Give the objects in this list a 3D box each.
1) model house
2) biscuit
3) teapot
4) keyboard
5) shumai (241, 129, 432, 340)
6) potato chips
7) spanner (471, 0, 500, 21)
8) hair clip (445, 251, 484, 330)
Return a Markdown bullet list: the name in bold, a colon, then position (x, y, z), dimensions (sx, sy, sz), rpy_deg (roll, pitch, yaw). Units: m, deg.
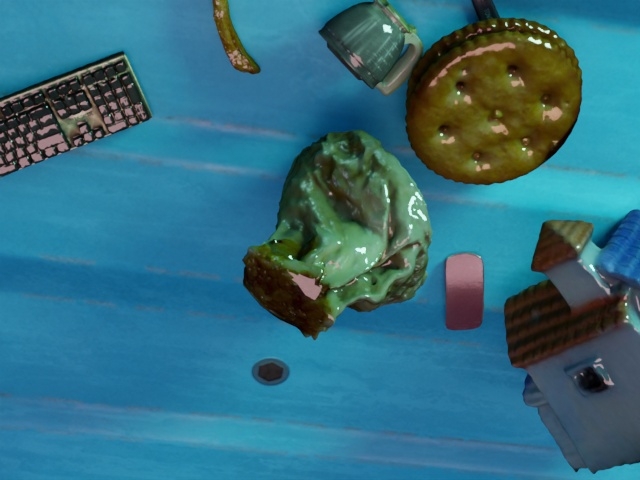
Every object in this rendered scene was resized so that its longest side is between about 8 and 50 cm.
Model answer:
- **model house**: position (0.379, 0.098, 1.335), dimensions (0.329, 0.252, 0.295), rpy_deg (50, 136, -5)
- **biscuit**: position (0.208, -0.163, 1.206), dimensions (0.220, 0.066, 0.220), rpy_deg (-2, 133, -2)
- **teapot**: position (0.063, -0.233, 1.170), dimensions (0.091, 0.124, 0.092), rpy_deg (-42, 76, 10)
- **keyboard**: position (-0.366, -0.131, 1.209), dimensions (0.317, 0.027, 0.106), rpy_deg (-22, 124, -1)
- **shumai**: position (0.000, 0.000, 1.212), dimensions (0.222, 0.260, 0.225), rpy_deg (-26, 93, -9)
- **potato chips**: position (-0.110, -0.280, 1.154), dimensions (0.037, 0.026, 0.204), rpy_deg (-12, 123, 3)
- **spanner**: position (0.190, -0.269, 1.177), dimensions (0.046, 0.012, 0.208), rpy_deg (-23, 123, 14)
- **hair clip**: position (0.201, 0.077, 1.408), dimensions (0.054, 0.022, 0.137), rpy_deg (-2, 124, 4)
